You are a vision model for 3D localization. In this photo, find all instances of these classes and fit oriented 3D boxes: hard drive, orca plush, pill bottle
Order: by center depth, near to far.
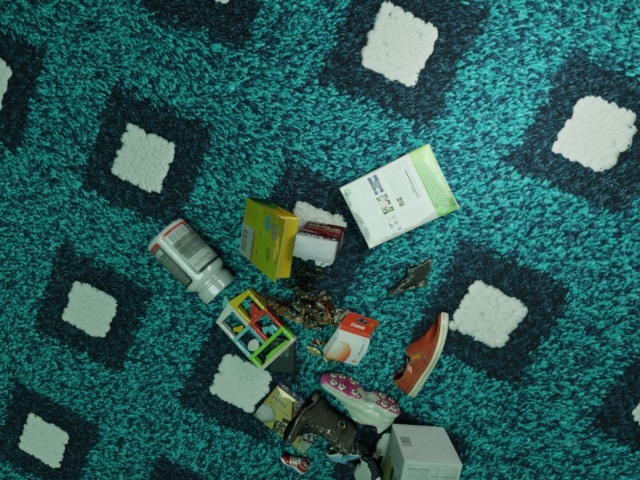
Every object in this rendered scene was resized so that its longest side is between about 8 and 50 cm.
[{"bbox_3d":[-0.445,0.076,1.719,0.161,0.161,0.283,-43,93,15],"label":"pill bottle"},{"bbox_3d":[0.179,0.806,1.784,0.151,0.102,0.287,14,134,39],"label":"orca plush"},{"bbox_3d":[-0.140,0.421,1.813,0.094,0.022,0.135,4,102,8],"label":"hard drive"}]

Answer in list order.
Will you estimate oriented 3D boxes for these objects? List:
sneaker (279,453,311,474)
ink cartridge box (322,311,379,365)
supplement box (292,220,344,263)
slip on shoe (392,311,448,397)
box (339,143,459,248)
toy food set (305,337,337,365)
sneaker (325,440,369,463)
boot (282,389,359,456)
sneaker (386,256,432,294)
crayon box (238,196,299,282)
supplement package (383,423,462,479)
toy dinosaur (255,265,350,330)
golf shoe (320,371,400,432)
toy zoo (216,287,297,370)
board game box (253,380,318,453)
[{"bbox_3d":[-0.093,0.840,1.884,0.118,0.042,0.067,34,109,-7],"label":"sneaker"},{"bbox_3d":[0.114,0.345,1.711,0.145,0.045,0.179,23,111,-30],"label":"ink cartridge box"},{"bbox_3d":[0.000,0.000,1.588,0.130,0.239,0.073,11,104,6],"label":"supplement box"},{"bbox_3d":[0.345,0.384,1.682,0.101,0.123,0.331,26,110,7],"label":"slip on shoe"},{"bbox_3d":[0.255,-0.142,1.613,0.322,0.058,0.232,-25,97,15],"label":"box"},{"bbox_3d":[0.014,0.395,1.786,0.122,0.019,0.078,34,105,9],"label":"toy food set"},{"bbox_3d":[0.103,0.798,1.845,0.162,0.063,0.073,-6,120,13],"label":"sneaker"},{"bbox_3d":[0.013,0.675,1.734,0.229,0.263,0.091,43,130,5],"label":"boot"},{"bbox_3d":[0.299,0.122,1.666,0.170,0.051,0.089,-15,99,7],"label":"sneaker"},{"bbox_3d":[-0.163,-0.007,1.587,0.081,0.318,0.202,3,106,-30],"label":"crayon box"},{"bbox_3d":[0.340,0.813,1.706,0.198,0.199,0.262,6,104,-6],"label":"supplement package"},{"bbox_3d":[-0.061,0.222,1.701,0.322,0.164,0.218,-1,120,-12],"label":"toy dinosaur"},{"bbox_3d":[0.125,0.585,1.761,0.306,0.115,0.140,26,108,4],"label":"golf shoe"},{"bbox_3d":[-0.249,0.308,1.789,0.192,0.030,0.293,-44,87,19],"label":"toy zoo"},{"bbox_3d":[-0.108,0.665,1.850,0.243,0.042,0.165,38,105,0],"label":"board game box"}]
